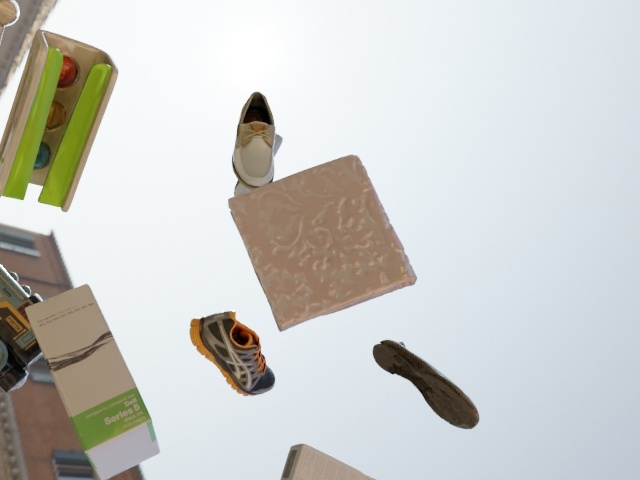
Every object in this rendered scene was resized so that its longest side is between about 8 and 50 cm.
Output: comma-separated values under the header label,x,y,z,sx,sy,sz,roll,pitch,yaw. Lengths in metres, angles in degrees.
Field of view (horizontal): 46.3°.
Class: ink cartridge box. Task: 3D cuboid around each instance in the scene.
label,x,y,z,sx,sy,sz,roll,pitch,yaw
ink cartridge box,0.018,0.535,1.482,0.066,0.232,0.189,-25,-142,49
ink cartridge box,-0.380,0.239,1.265,0.272,0.115,0.198,58,-21,23

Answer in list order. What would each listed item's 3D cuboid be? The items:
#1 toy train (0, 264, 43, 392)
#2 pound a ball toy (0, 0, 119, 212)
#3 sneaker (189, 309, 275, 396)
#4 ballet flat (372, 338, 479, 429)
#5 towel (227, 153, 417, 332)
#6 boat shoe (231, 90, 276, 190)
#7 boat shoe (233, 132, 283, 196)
label,x,y,z,sx,sy,sz,roll,pitch,yaw
toy train,-0.656,0.130,1.440,0.190,0.334,0.142,-44,-178,-32
pound a ball toy,-0.473,-0.227,1.222,0.319,0.208,0.135,-64,-145,20
sneaker,-0.133,0.195,1.283,0.083,0.215,0.084,-25,-138,17
ballet flat,0.198,0.254,1.376,0.250,0.058,0.084,32,-51,39
towel,0.000,0.000,1.607,0.317,0.053,0.331,-21,-112,-8
boat shoe,-0.170,-0.259,1.915,0.103,0.113,0.302,105,-19,-48
boat shoe,-0.190,-0.216,2.115,0.070,0.078,0.219,30,-100,15
